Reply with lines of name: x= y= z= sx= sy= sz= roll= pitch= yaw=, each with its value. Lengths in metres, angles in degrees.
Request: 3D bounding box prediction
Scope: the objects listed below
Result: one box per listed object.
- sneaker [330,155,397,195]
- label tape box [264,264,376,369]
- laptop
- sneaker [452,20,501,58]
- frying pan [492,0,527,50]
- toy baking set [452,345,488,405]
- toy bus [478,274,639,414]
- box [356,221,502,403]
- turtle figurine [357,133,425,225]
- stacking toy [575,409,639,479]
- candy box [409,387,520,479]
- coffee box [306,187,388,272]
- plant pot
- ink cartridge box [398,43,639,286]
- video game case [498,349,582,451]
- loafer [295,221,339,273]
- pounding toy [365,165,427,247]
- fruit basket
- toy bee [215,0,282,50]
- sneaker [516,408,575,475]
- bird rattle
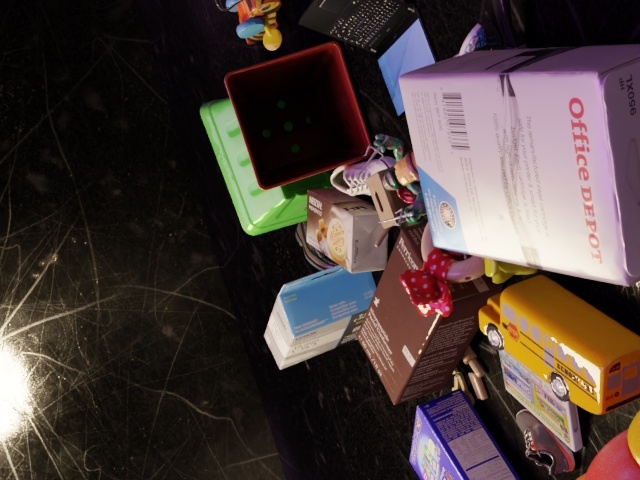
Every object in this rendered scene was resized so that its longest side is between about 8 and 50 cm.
sneaker: x=0.102 y=-0.129 z=2.145 sx=0.258 sy=0.091 sz=0.094 roll=3 pitch=111 yaw=69
label tape box: x=0.011 y=0.181 z=2.436 sx=0.115 sy=0.249 sz=0.348 roll=64 pitch=159 yaw=18
laptop: x=0.093 y=-0.367 z=1.881 sx=0.234 sy=0.264 sz=0.137 roll=147 pitch=139 yaw=-69
sneaker: x=0.247 y=-0.299 z=1.641 sx=0.191 sy=0.071 sz=0.083 roll=97 pitch=153 yaw=-51
frying pan: x=0.299 y=-0.265 z=1.550 sx=0.197 sy=0.053 sz=0.326 roll=-21 pitch=87 yaw=69
toy baking set: x=0.279 y=0.252 z=2.114 sx=0.256 sy=0.030 sz=0.197 roll=61 pitch=158 yaw=27
toy bus: x=0.393 y=0.160 z=1.607 sx=0.332 sy=0.108 sz=0.130 roll=41 pitch=144 yaw=55
box: x=0.211 y=0.150 z=1.982 sx=0.191 sy=0.143 sz=0.381 roll=61 pitch=149 yaw=32
turtle figurine: x=0.173 y=-0.139 z=1.845 sx=0.234 sy=0.118 sz=0.175 roll=-34 pitch=92 yaw=39
stacking toy: x=0.509 y=0.311 z=1.284 sx=0.350 sy=0.350 sz=0.480 roll=49 pitch=133 yaw=46
candy box: x=0.322 y=0.523 z=2.096 sx=0.268 sy=0.122 sz=0.317 roll=89 pitch=156 yaw=-52
coffee box: x=0.060 y=-0.029 z=2.304 sx=0.246 sy=0.098 sz=0.141 roll=-145 pitch=53 yaw=-59
plant pot: x=-0.061 y=-0.273 z=2.241 sx=0.236 sy=0.267 sz=0.267 roll=180 pitch=72 yaw=-82
ink cartridge box: x=0.317 y=-0.119 z=1.386 sx=0.395 sy=0.166 sz=0.286 roll=14 pitch=122 yaw=56
video game case: x=0.395 y=0.256 z=1.778 sx=0.212 sy=0.023 sz=0.193 roll=43 pitch=156 yaw=52
loafer: x=0.000 y=0.000 z=2.544 sx=0.267 sy=0.096 sz=0.084 roll=-132 pitch=41 yaw=-55
pounding toy: x=0.161 y=-0.077 z=1.979 sx=0.141 sy=0.130 sz=0.100 roll=70 pitch=161 yaw=2
fruit basket: x=-0.155 y=-0.203 z=2.558 sx=0.392 sy=0.283 sz=0.392 roll=23 pitch=121 yaw=45
toy bee: x=-0.141 y=-0.558 z=2.365 sx=0.298 sy=0.162 sz=0.195 roll=-85 pitch=-27 yaw=-76
sneaker: x=0.408 y=0.379 z=1.833 sx=0.158 sy=0.064 sz=0.061 roll=47 pitch=149 yaw=49
bird rattle: x=0.255 y=0.021 z=1.742 sx=0.253 sy=0.143 sz=0.207 roll=-28 pitch=48 yaw=35
